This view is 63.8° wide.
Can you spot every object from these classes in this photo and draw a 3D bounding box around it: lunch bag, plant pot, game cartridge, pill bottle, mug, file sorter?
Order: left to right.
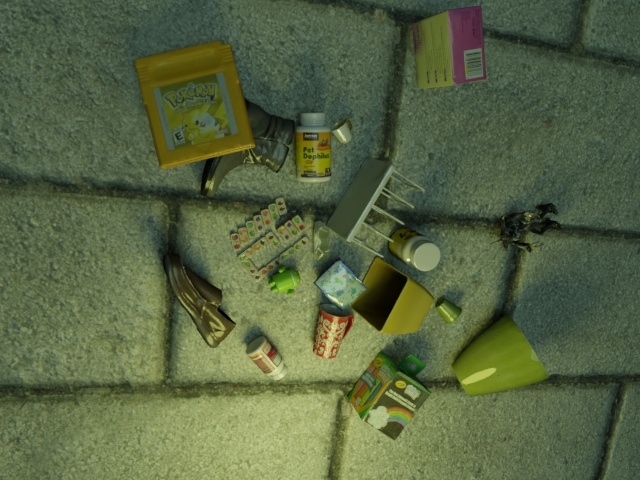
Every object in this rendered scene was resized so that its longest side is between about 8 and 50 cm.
[{"bbox_3d":[-0.364,-0.396,1.492,0.285,0.053,0.324,-14,92,-1],"label":"game cartridge"},{"bbox_3d":[-0.185,0.415,1.800,0.086,0.086,0.152,-38,110,-4],"label":"pill bottle"},{"bbox_3d":[-0.023,-0.300,1.649,0.117,0.117,0.215,-5,105,-15],"label":"pill bottle"},{"bbox_3d":[0.051,0.327,1.835,0.150,0.113,0.169,10,104,-16],"label":"mug"},{"bbox_3d":[0.064,0.149,1.799,0.129,0.096,0.151,-45,121,-1],"label":"lunch bag"},{"bbox_3d":[0.080,-0.360,1.696,0.078,0.062,0.064,-35,118,2],"label":"mug"},{"bbox_3d":[0.186,-0.107,1.721,0.173,0.193,0.278,30,94,-24],"label":"file sorter"},{"bbox_3d":[0.271,0.214,1.827,0.187,0.212,0.212,24,96,-31],"label":"plant pot"},{"bbox_3d":[0.323,0.030,1.783,0.119,0.208,0.119,-4,105,-16],"label":"pill bottle"},{"bbox_3d":[0.482,0.262,1.964,0.079,0.083,0.083,43,89,-8],"label":"plant pot"},{"bbox_3d":[0.672,0.475,1.989,0.293,0.275,0.275,-32,111,10],"label":"plant pot"}]

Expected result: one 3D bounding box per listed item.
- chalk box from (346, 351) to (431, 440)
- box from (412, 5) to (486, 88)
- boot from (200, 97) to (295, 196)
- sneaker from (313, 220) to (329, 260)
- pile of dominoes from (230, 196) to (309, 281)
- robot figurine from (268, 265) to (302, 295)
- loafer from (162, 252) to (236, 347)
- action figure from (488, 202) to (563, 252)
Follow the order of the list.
[{"bbox_3d":[0.271,0.550,1.918,0.180,0.179,0.289,37,90,-20],"label":"chalk box"},{"bbox_3d":[0.403,-0.602,1.627,0.117,0.243,0.213,-13,106,-13],"label":"box"},{"bbox_3d":[-0.222,-0.257,1.609,0.222,0.118,0.338,23,101,-25],"label":"boot"},{"bbox_3d":[0.000,0.000,1.769,0.053,0.061,0.152,-9,125,-22],"label":"sneaker"},{"bbox_3d":[-0.169,-0.001,1.724,0.251,0.040,0.196,-38,111,-5],"label":"pile of dominoes"},{"bbox_3d":[-0.120,0.138,1.758,0.115,0.067,0.101,-20,96,-11],"label":"robot figurine"},{"bbox_3d":[-0.389,0.177,1.669,0.130,0.134,0.366,-30,120,-11],"label":"loafer"},{"bbox_3d":[0.778,-0.046,1.934,0.275,0.141,0.164,-22,110,-13],"label":"action figure"}]
